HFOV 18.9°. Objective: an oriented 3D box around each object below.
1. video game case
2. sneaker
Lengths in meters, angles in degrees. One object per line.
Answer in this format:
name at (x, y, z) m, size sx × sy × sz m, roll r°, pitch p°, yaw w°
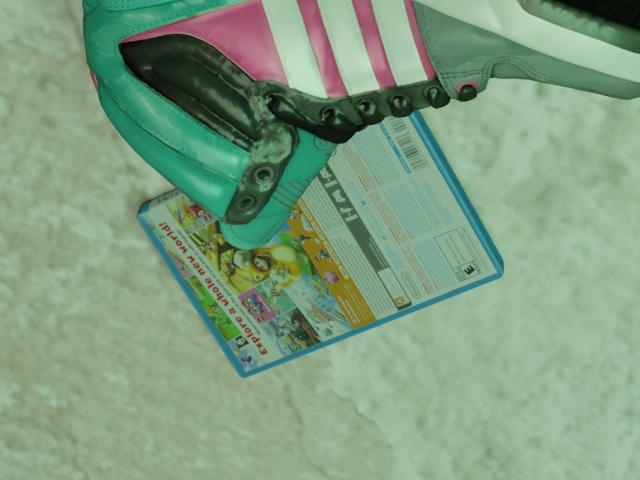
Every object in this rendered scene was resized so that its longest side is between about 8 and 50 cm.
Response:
video game case at (0.000, 0.000, 1.047) m, size 0.166 × 0.015 × 0.119 m, roll -23°, pitch 115°, yaw 19°
sneaker at (0.013, -0.074, 0.935) m, size 0.296 × 0.124 × 0.178 m, roll 18°, pitch 116°, yaw 6°
